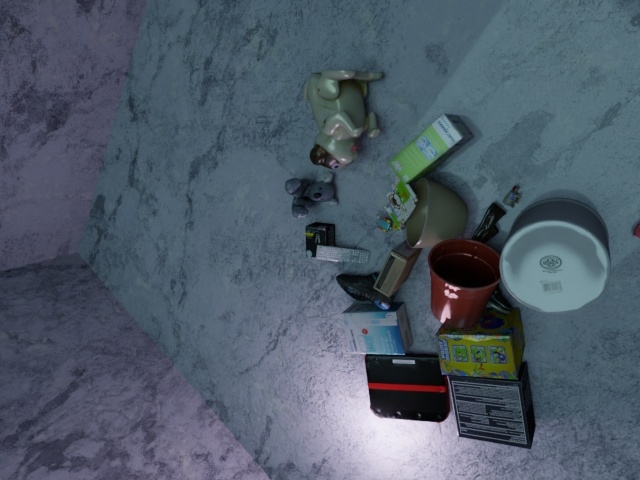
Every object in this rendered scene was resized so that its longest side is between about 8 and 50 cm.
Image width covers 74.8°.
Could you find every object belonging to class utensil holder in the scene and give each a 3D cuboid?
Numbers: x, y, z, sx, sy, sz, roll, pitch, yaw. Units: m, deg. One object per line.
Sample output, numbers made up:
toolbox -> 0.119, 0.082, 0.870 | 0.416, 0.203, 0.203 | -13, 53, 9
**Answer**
utensil holder -> 0.802, 0.038, 1.435 | 0.327, 0.385, 0.327 | 8, 107, 30

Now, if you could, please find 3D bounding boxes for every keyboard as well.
keyboard -> 0.108, 0.070, 2.020 | 0.256, 0.014, 0.072 | 7, 105, 0

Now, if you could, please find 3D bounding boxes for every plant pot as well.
plant pot -> 0.539, 0.179, 1.607 | 0.272, 0.272, 0.265 | 19, 136, 26
plant pot -> 0.479, -0.099, 1.694 | 0.191, 0.284, 0.284 | 8, 110, -4

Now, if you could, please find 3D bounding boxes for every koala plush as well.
koala plush -> -0.032, -0.234, 2.021 | 0.221, 0.203, 0.196 | -11, 107, 12

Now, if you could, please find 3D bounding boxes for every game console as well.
game console -> 0.414, 0.702, 2.010 | 0.386, 0.060, 0.342 | -4, 97, 18

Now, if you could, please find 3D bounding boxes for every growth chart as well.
growth chart -> 0.337, -0.164, 1.779 | 0.172, 0.021, 0.237 | 57, 154, 26

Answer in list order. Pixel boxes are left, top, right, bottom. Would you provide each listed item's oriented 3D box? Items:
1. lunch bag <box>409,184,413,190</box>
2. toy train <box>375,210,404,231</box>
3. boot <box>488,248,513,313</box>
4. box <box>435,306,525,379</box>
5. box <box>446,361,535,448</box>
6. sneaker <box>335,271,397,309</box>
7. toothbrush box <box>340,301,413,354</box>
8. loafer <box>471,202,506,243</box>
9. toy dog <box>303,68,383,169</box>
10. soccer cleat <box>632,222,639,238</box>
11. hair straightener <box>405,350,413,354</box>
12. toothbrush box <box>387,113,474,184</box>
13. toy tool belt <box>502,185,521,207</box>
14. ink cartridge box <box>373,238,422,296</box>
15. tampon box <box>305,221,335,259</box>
lunch bag -> 0.367, -0.219, 1.819 | 0.053, 0.071, 0.083 | -25, 90, 33
toy train -> 0.333, -0.103, 1.891 | 0.166, 0.046, 0.125 | -15, 81, 38
boot -> 0.711, 0.161, 1.687 | 0.236, 0.085, 0.178 | 47, 122, 31
box -> 0.648, 0.403, 1.685 | 0.279, 0.290, 0.177 | -7, 99, 32
box -> 0.725, 0.677, 1.776 | 0.296, 0.183, 0.294 | -6, 99, 34
sneaker -> 0.223, 0.219, 2.014 | 0.341, 0.139, 0.125 | 19, 155, 41
toothbrush box -> 0.271, 0.424, 2.022 | 0.295, 0.126, 0.216 | -8, 99, 34
loafer -> 0.669, -0.038, 1.677 | 0.078, 0.080, 0.220 | 29, 116, 22
toy dog -> 0.062, -0.512, 1.806 | 0.395, 0.284, 0.408 | 11, 110, 29
soccer cleat -> 1.173, 0.023, 1.389 | 0.248, 0.083, 0.095 | 43, 116, 18
hair straightener -> 0.362, 0.557, 2.047 | 0.230, 0.047, 0.089 | 12, 109, 28
toothbrush box -> 0.437, -0.360, 1.657 | 0.283, 0.206, 0.122 | -41, 80, 32
toy tool belt -> 0.749, -0.168, 1.619 | 0.051, 0.052, 0.083 | 21, 121, -9
ink cartridge box -> 0.342, 0.114, 1.826 | 0.088, 0.235, 0.193 | 30, 116, 21
tampon box -> 0.000, 0.000, 2.085 | 0.120, 0.101, 0.161 | 7, 107, 30
